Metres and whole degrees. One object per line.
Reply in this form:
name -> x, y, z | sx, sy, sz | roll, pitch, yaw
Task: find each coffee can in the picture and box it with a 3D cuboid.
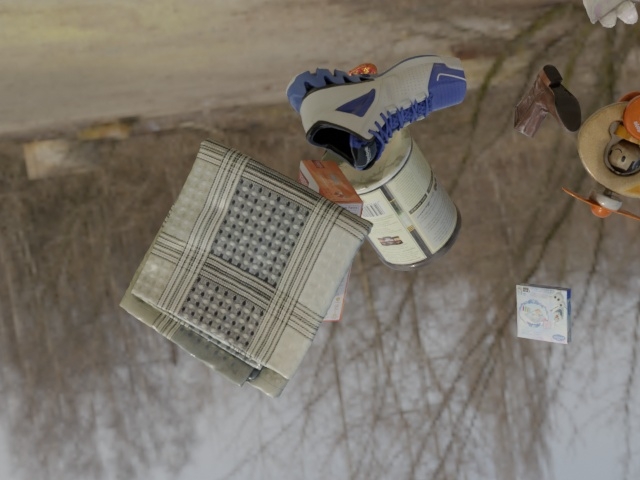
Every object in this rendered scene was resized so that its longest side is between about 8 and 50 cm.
coffee can -> 0.150, -0.096, 2.335 | 0.202, 0.201, 0.275 | -6, 140, 30

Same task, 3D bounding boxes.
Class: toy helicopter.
toy helicopter -> 0.605, -0.091, 2.057 | 0.235, 0.355, 0.140 | -41, -175, 11

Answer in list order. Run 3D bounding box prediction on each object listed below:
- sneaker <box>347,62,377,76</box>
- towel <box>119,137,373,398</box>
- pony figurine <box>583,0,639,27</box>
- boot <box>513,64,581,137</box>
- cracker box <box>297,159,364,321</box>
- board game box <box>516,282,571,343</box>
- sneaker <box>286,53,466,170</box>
sneaker -> 0.060, -0.327, 2.379 | 0.064, 0.067, 0.175 | 29, 138, -20
towel -> -0.124, 0.045, 1.735 | 0.312, 0.324, 0.056 | 29, -172, 12
pony figurine -> 0.535, -0.471, 1.744 | 0.364, 0.302, 0.351 | 23, -155, -21
boot -> 0.298, -0.161, 1.496 | 0.037, 0.106, 0.114 | -4, 153, -20
cracker box -> 0.000, 0.000, 1.893 | 0.067, 0.232, 0.155 | 0, -151, -20
board game box -> 0.363, 0.118, 1.826 | 0.090, 0.090, 0.020 | 6, -165, 37
sneaker -> 0.106, -0.213, 1.986 | 0.316, 0.182, 0.127 | -8, 147, -2
